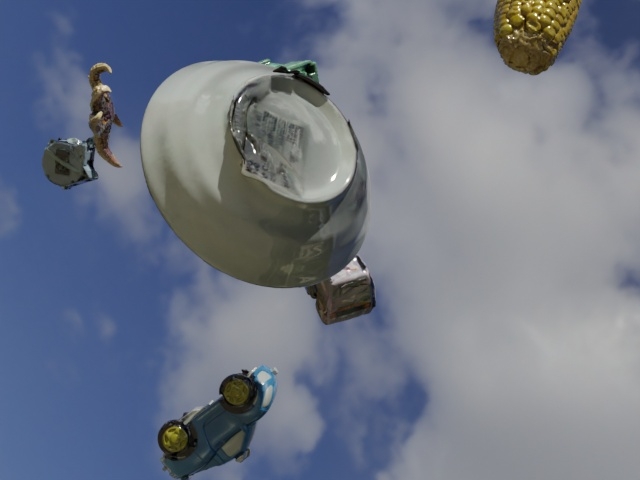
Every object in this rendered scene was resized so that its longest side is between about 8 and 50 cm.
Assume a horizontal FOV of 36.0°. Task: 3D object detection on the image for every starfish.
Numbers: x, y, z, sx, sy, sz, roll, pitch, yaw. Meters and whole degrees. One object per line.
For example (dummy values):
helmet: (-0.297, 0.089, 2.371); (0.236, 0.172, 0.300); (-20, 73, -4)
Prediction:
starfish: (-0.449, -0.257, 2.040); (0.238, 0.071, 0.215); (-86, 180, -82)

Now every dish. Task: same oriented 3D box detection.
dish: (-0.049, -0.103, 1.172); (0.106, 0.316, 0.316); (-37, -98, 50)

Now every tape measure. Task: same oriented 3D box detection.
tape measure: (-0.430, -0.133, 1.698); (0.094, 0.054, 0.091); (-1, -80, 17)

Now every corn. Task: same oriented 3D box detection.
corn: (0.302, -0.340, 1.338); (0.119, 0.321, 0.119); (11, -42, 10)

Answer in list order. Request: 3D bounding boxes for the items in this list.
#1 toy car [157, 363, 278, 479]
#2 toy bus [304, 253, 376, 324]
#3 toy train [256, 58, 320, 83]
toy car: (-0.202, 0.393, 2.100); (0.166, 0.314, 0.198); (53, -4, 2)
toy bus: (0.000, 0.000, 1.866); (0.138, 0.113, 0.317); (91, -23, -51)
toy train: (-0.152, -0.294, 2.125); (0.178, 0.330, 0.138); (19, -54, 45)
